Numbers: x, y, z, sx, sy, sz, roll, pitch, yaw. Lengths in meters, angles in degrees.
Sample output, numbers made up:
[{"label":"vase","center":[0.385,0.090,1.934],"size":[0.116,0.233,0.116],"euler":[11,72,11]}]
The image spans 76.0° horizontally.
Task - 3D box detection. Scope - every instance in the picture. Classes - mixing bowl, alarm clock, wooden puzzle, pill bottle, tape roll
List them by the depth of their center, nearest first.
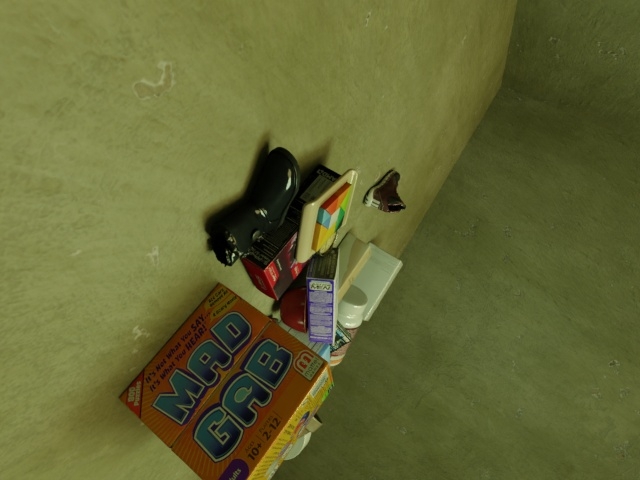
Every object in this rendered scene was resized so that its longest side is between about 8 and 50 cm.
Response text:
[{"label":"wooden puzzle","center":[0.025,-0.067,1.168],"size":[0.238,0.044,0.221],"euler":[-40,153,-41]},{"label":"alarm clock","center":[0.000,0.000,1.449],"size":[0.192,0.064,0.129],"euler":[-54,156,-34]},{"label":"mixing bowl","center":[-0.094,0.251,1.520],"size":[0.181,0.098,0.182],"euler":[3,90,-85]},{"label":"pill bottle","center":[0.080,0.422,2.083],"size":[0.224,0.224,0.392],"euler":[-26,144,-58]},{"label":"tape roll","center":[-0.196,1.039,2.252],"size":[0.286,0.286,0.100],"euler":[-60,161,6]}]

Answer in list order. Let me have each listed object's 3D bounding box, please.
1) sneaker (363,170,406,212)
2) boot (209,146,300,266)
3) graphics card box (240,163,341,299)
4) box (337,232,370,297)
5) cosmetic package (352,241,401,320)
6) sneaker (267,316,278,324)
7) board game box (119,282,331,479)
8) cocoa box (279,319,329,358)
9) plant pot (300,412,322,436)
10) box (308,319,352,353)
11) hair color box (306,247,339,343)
[{"label":"sneaker","center":[0.323,-0.198,1.821],"size":[0.281,0.162,0.106],"euler":[-43,156,-38]},{"label":"boot","center":[-0.150,-0.069,0.927],"size":[0.207,0.094,0.247],"euler":[-45,164,-44]},{"label":"graphics card box","center":[-0.067,-0.020,1.222],"size":[0.371,0.094,0.233],"euler":[-52,160,-21]},{"label":"box","center":[0.091,0.137,1.821],"size":[0.311,0.121,0.148],"euler":[-55,162,-10]},{"label":"cosmetic package","center":[0.267,0.231,2.275],"size":[0.385,0.217,0.156],"euler":[-57,161,0]},{"label":"sneaker","center":[-0.191,0.298,1.500],"size":[0.042,0.067,0.118],"euler":[-60,-168,-2]},{"label":"board game box","center":[-0.212,0.406,1.104],"size":[0.356,0.356,0.357],"euler":[-51,160,-20]},{"label":"cocoa box","center":[-0.109,0.517,1.741],"size":[0.231,0.228,0.347],"euler":[-50,160,-23]},{"label":"plant pot","center":[-0.195,0.847,1.964],"size":[0.280,0.323,0.323],"euler":[-41,158,-10]},{"label":"box","center":[0.018,0.436,1.919],"size":[0.175,0.051,0.220],"euler":[-34,119,10]},{"label":"hair color box","center":[0.012,0.210,1.558],"size":[0.185,0.110,0.339],"euler":[-78,172,-53]}]
